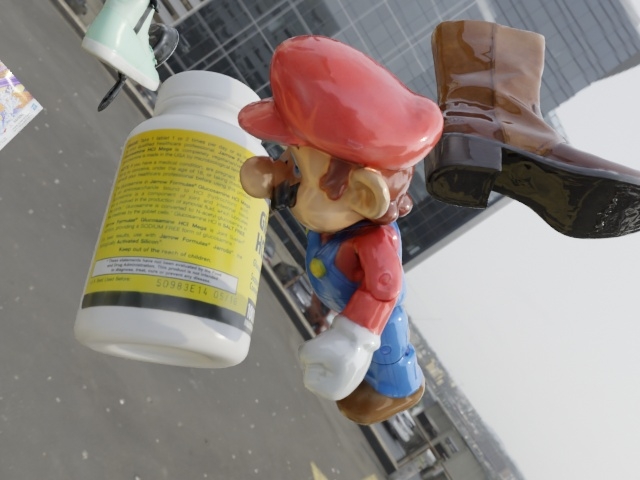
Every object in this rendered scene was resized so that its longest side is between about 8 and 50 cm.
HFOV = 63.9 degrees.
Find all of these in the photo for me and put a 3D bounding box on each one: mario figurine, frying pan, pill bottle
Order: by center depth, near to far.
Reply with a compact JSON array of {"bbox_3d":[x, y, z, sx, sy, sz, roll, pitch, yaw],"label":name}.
[{"bbox_3d":[0.000,0.000,0.426,0.198,0.170,0.320,28,-42,46],"label":"mario figurine"},{"bbox_3d":[-0.158,-0.027,0.622,0.188,0.188,0.333,51,41,-61],"label":"pill bottle"},{"bbox_3d":[-0.570,-0.543,1.540,0.197,0.326,0.053,56,1,35],"label":"frying pan"}]

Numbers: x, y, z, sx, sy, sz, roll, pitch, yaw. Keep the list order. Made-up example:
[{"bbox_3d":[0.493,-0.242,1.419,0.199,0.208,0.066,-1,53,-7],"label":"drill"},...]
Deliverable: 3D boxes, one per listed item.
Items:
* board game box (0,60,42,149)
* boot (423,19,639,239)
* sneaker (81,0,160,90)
[{"bbox_3d":[-0.774,-0.242,1.028,0.078,0.347,0.233,16,-28,28],"label":"board game box"},{"bbox_3d":[0.253,-0.143,0.603,0.096,0.265,0.280,88,13,-53],"label":"boot"},{"bbox_3d":[-0.325,-0.368,0.933,0.094,0.151,0.256,29,3,-5],"label":"sneaker"}]
